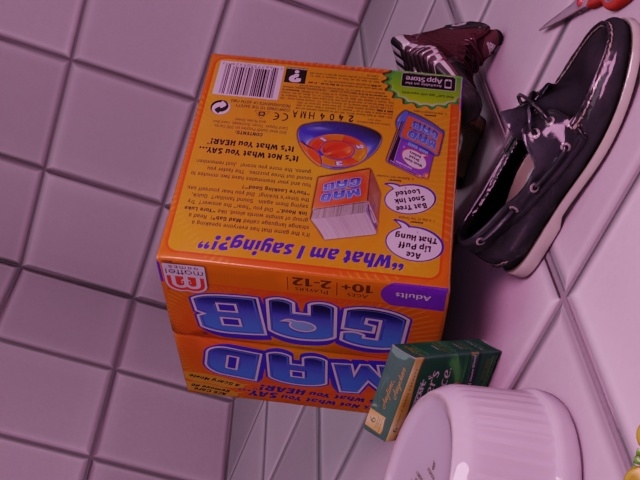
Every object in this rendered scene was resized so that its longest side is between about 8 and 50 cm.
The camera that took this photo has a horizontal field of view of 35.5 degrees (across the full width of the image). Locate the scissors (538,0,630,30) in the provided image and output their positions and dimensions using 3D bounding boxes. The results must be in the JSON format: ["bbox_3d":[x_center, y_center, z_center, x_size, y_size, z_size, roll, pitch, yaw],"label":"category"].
[{"bbox_3d":[0.343,-0.304,1.282,0.297,0.021,0.109,135,148,-65],"label":"scissors"}]

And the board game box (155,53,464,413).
[{"bbox_3d":[0.000,0.000,1.417,0.356,0.356,0.356,90,-172,-54],"label":"board game box"}]

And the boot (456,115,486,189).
[{"bbox_3d":[0.190,-0.129,1.633,0.219,0.082,0.106,141,147,-68],"label":"boot"}]

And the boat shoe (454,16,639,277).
[{"bbox_3d":[0.256,-0.115,1.179,0.127,0.113,0.340,-90,20,-55],"label":"boat shoe"}]

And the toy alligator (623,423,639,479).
[{"bbox_3d":[0.286,0.154,0.795,0.051,0.056,0.190,14,84,37],"label":"toy alligator"}]

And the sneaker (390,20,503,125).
[{"bbox_3d":[0.229,-0.285,1.570,0.281,0.162,0.106,-121,12,-54],"label":"sneaker"}]

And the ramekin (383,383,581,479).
[{"bbox_3d":[0.155,0.276,1.059,0.273,0.127,0.273,-163,90,-79],"label":"ramekin"}]

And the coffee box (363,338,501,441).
[{"bbox_3d":[0.137,0.178,1.203,0.040,0.184,0.113,30,106,39],"label":"coffee box"}]
